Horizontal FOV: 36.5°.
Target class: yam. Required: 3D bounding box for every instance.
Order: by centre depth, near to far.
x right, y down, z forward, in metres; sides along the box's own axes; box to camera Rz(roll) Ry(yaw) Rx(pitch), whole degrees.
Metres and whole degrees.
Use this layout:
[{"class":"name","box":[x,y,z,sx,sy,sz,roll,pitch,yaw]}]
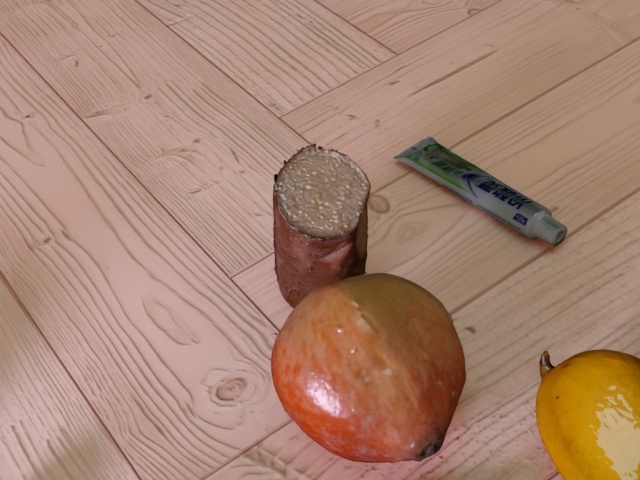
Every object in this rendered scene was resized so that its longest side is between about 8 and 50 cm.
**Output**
[{"class":"yam","box":[-0.002,-0.001,1.224,0.129,0.238,0.128,-36,66,-22]}]

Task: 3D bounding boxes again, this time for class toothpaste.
[{"class":"toothpaste","box":[0.228,-0.075,1.386,0.075,0.048,0.297,-33,47,-22]}]

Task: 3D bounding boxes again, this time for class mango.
[{"class":"mango","box":[0.346,0.230,1.021,0.176,0.119,0.317,-23,55,-20]}]

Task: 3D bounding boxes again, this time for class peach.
[{"class":"peach","box":[0.064,0.148,1.080,0.232,0.232,0.232,-5,45,5]}]
